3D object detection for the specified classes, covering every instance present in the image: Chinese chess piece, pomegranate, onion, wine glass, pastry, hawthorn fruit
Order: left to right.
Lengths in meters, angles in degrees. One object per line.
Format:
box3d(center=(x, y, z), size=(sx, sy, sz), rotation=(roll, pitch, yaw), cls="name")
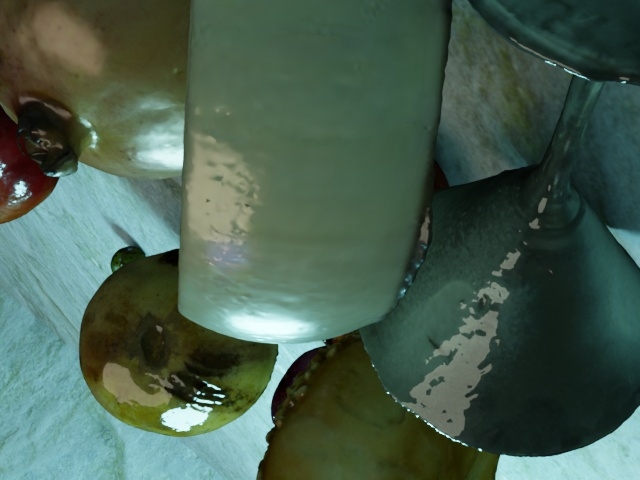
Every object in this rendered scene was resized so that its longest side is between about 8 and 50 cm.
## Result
box3d(center=(-0.556, -0.168, 1.675), size=(0.295, 0.295, 0.311), rotation=(45, 155, -3), cls="hawthorn fruit")
box3d(center=(-0.177, -0.195, 0.903), size=(0.338, 0.338, 0.338), rotation=(36, 157, 18), cls="pomegranate")
box3d(center=(-0.377, 0.041, 2.023), size=(0.073, 0.084, 0.073), rotation=(12, 127, 16), cls="pomegranate")
box3d(center=(-0.228, 0.167, 1.665), size=(0.322, 0.322, 0.322), rotation=(36, 157, 18), cls="pomegranate")
box3d(center=(-0.015, -0.102, 0.645), size=(0.141, 0.338, 0.338), rotation=(3, 156, -5), cls="Chinese chess piece")
box3d(center=(0.006, 0.250, 1.583), size=(0.154, 0.177, 0.177), rotation=(-3, 134, 31), cls="onion")
box3d(center=(0.074, 0.298, 1.308), size=(0.245, 0.409, 0.409), rotation=(15, 146, 32), cls="pastry")
box3d(center=(0.160, -0.047, 0.705), size=(0.267, 0.267, 0.406), rotation=(35, 153, 21), cls="wine glass")

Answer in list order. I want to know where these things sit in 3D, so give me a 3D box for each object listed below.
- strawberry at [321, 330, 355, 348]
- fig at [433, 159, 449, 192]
box3d(center=(0.018, 0.114, 1.460), size=(0.121, 0.082, 0.188), rotation=(35, 171, 36), cls="strawberry")
box3d(center=(0.064, -0.021, 1.043), size=(0.175, 0.175, 0.207), rotation=(21, 163, 44), cls="fig")
